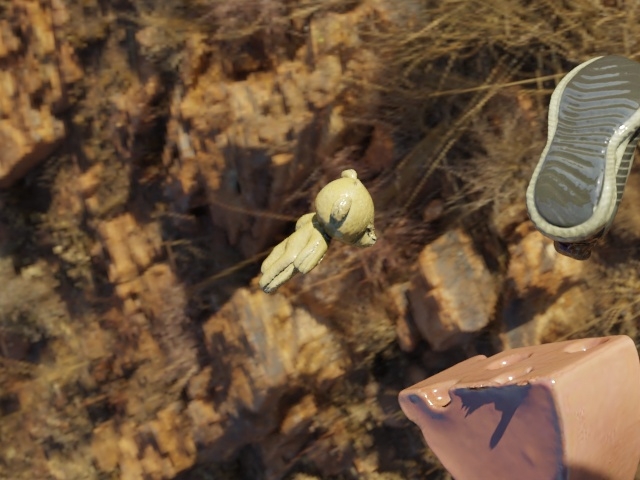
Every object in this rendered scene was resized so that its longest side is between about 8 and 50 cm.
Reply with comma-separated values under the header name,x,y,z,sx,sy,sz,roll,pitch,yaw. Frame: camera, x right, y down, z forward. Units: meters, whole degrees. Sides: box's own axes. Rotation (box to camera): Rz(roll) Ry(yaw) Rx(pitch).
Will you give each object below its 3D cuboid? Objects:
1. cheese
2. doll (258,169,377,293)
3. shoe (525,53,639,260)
name,x,y,z,sx,sy,sz,roll,pitch,yaw
cheese,0.194,0.194,1.002,0.203,0.128,0.177,-18,91,52
doll,-0.006,-0.006,0.741,0.093,0.061,0.051,-24,115,13
shoe,0.276,-0.081,1.140,0.099,0.227,0.112,15,153,23
